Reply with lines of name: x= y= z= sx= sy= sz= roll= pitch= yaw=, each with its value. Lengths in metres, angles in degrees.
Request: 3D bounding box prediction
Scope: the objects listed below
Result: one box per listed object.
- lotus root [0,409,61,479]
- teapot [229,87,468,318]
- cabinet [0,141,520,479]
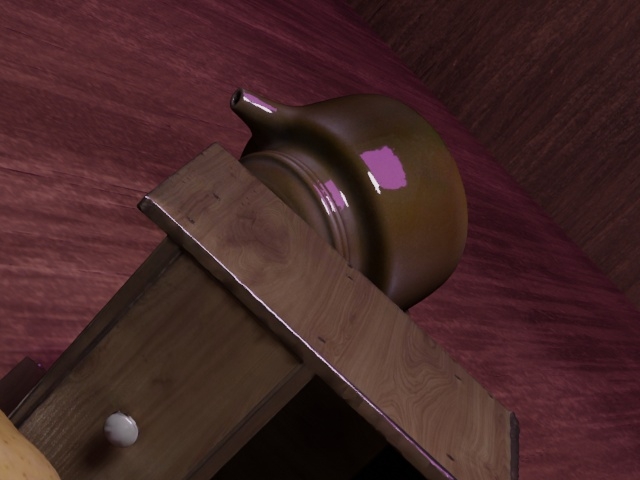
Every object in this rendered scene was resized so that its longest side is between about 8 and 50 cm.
lotus root: x=-0.163 y=0.103 z=0.363 sx=0.284 sy=0.146 sz=0.160 roll=13 pitch=52 yaw=-66
teapot: x=0.000 y=0.000 z=1.013 sx=0.175 sy=0.185 sz=0.268 roll=-22 pitch=94 yaw=-38
cabinet: x=-0.043 y=0.096 z=0.613 sx=0.215 sy=0.175 sz=0.148 roll=43 pitch=15 yaw=-2
